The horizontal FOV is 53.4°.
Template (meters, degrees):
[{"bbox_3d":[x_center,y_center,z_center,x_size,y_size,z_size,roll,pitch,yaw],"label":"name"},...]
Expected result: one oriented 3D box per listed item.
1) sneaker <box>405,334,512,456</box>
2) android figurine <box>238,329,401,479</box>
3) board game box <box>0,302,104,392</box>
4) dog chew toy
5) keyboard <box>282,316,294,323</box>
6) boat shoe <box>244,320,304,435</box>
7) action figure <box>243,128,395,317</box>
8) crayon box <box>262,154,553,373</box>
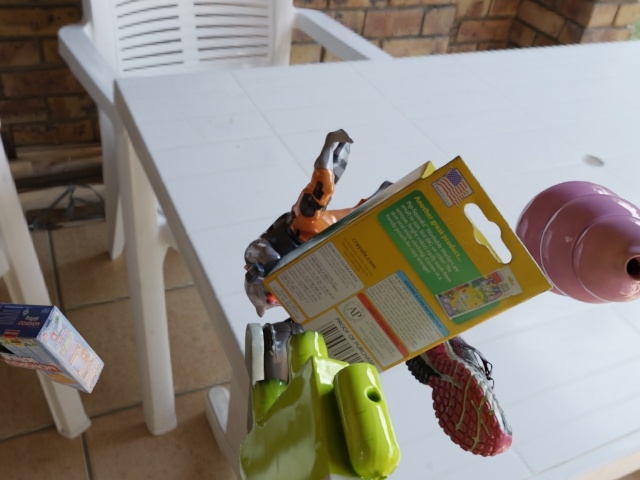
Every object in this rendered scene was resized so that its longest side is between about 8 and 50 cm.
[{"bbox_3d":[0.245,0.234,1.068,0.111,0.121,0.299,9,24,-17],"label":"sneaker"},{"bbox_3d":[-0.015,0.223,0.572,0.056,0.248,0.273,18,35,-25],"label":"android figurine"},{"bbox_3d":[-0.455,0.177,1.032,0.194,0.194,0.060,0,52,24],"label":"board game box"},{"bbox_3d":[0.443,0.012,1.038,0.206,0.207,0.332,9,10,1],"label":"dog chew toy"},{"bbox_3d":[-0.017,0.227,1.283,0.180,0.108,0.023,52,18,-14],"label":"keyboard"},{"bbox_3d":[-0.055,0.205,0.783,0.068,0.228,0.081,-4,23,-14],"label":"boat shoe"},{"bbox_3d":[0.000,0.000,1.099,0.178,0.330,0.341,48,10,33],"label":"action figure"},{"bbox_3d":[0.109,0.042,0.844,0.203,0.322,0.083,52,28,-9],"label":"crayon box"}]
